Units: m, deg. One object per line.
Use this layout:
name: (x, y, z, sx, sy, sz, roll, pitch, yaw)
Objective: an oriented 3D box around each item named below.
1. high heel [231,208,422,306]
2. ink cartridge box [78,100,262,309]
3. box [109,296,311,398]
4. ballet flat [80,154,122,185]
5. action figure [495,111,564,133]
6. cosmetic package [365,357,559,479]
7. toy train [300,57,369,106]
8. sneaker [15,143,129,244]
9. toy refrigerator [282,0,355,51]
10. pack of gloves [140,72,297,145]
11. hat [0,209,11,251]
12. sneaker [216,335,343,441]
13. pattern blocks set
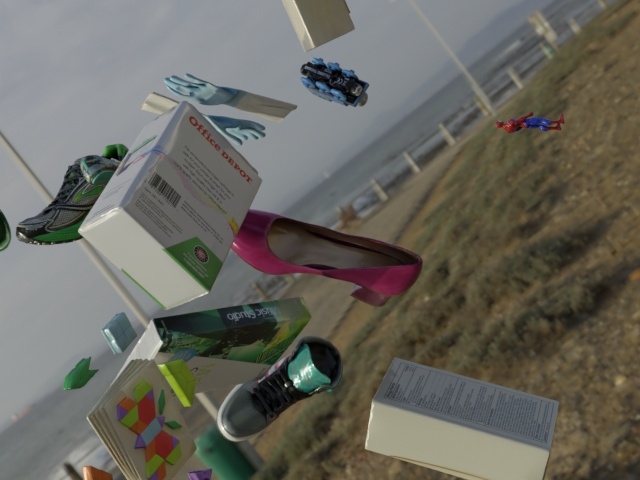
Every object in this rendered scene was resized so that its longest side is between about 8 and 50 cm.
high heel: (0.000, 0.000, 1.783, 0.181, 0.377, 0.127, 128, 159, -56)
ink cartridge box: (-0.236, -0.061, 1.587, 0.117, 0.201, 0.278, -24, 31, 37)
box: (-0.199, 0.205, 1.779, 0.322, 0.058, 0.232, -8, -32, -39)
ballet flat: (-0.432, -0.145, 1.996, 0.070, 0.070, 0.188, -38, -12, 10)
action figure: (0.356, -0.201, 1.661, 0.115, 0.030, 0.038, -5, -20, -6)
cosmetic package: (0.251, 0.326, 1.707, 0.160, 0.310, 0.113, -49, -31, -60)
toy train: (0.035, -0.363, 2.252, 0.080, 0.184, 0.105, -60, -35, -4)
sneaker: (-0.544, -0.102, 2.149, 0.134, 0.146, 0.343, 6, 35, 36)
toy refrigerator: (-0.034, -0.488, 1.761, 0.094, 0.269, 0.102, -25, 9, -7)
pack of gloves: (-0.185, -0.220, 1.714, 0.195, 0.232, 0.046, 154, 126, -63)
hat: (-0.787, -0.008, 2.025, 0.173, 0.209, 0.183, -57, -2, 41)
sneaker: (-0.062, 0.287, 1.927, 0.296, 0.123, 0.178, -34, -5, -37)
pattern blocks set: (-0.258, 0.283, 1.438, 0.026, 0.324, 0.285, -14, 33, 30)
